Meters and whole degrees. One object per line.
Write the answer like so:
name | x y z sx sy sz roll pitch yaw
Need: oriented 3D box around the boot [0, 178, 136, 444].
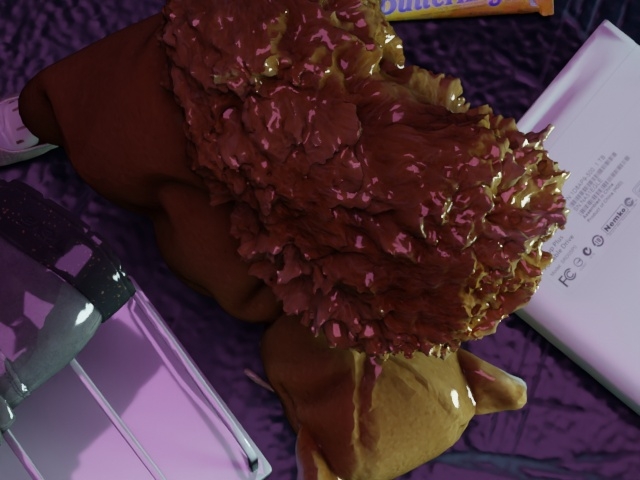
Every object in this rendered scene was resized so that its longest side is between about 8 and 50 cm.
boot | -0.314 0.026 1.121 0.338 0.118 0.223 30 70 28

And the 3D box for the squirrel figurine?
squirrel figurine | 0.000 0.000 1.143 0.281 0.397 0.371 -22 93 -16

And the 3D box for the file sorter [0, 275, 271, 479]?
file sorter | -0.200 0.168 1.201 0.277 0.173 0.193 -36 82 -9

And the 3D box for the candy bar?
candy bar | 0.114 -0.202 1.370 0.161 0.018 0.040 -4 78 -4

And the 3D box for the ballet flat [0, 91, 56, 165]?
ballet flat | -0.214 -0.102 1.317 0.168 0.052 0.057 -16 80 -5

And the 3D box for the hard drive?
hard drive | 0.292 0.020 1.317 0.353 0.047 0.233 40 79 6
